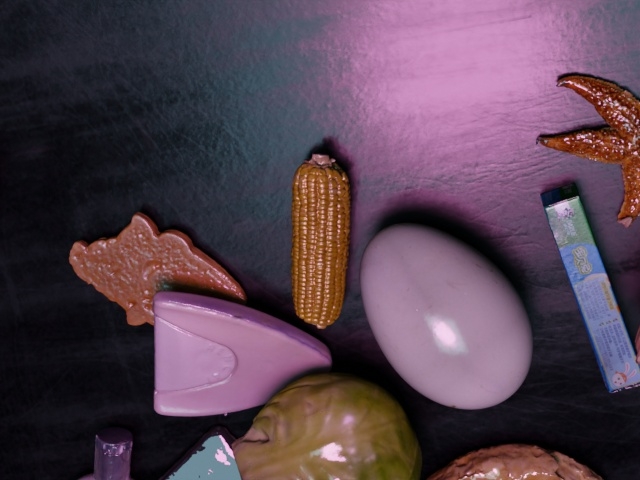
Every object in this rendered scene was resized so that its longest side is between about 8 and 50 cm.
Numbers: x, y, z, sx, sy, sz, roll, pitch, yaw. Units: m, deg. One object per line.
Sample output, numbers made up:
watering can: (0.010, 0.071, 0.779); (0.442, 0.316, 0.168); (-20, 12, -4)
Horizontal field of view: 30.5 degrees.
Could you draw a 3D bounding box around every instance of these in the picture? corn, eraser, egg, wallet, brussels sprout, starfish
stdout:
corn: (0.000, 0.000, 1.525); (0.080, 0.080, 0.238); (4, 112, 8)
eraser: (-0.106, 0.155, 1.596); (0.243, 0.059, 0.204); (3, 124, -5)
egg: (0.154, 0.093, 1.475); (0.183, 0.183, 0.264); (-39, 92, 19)
wallet: (-0.097, 0.406, 1.687); (0.285, 0.030, 0.146); (44, 91, -5)
brussels sprout: (0.012, 0.285, 1.553); (0.244, 0.244, 0.244); (3, 109, 8)
starfish: (0.389, -0.132, 1.437); (0.227, 0.043, 0.240); (17, 108, 2)

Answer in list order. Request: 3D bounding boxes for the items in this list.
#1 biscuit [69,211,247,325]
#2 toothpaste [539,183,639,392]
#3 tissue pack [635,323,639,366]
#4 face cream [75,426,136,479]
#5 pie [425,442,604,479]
biscuit: (-0.219, 0.048, 1.599); (0.250, 0.035, 0.162); (18, 115, 4)
toothpaste: (0.346, 0.063, 1.495); (0.050, 0.065, 0.266); (-19, 104, 15)
tissue pack: (0.484, 0.046, 1.395); (0.123, 0.215, 0.256); (34, 110, 8)
face cream: (-0.311, 0.411, 1.716); (0.144, 0.071, 0.291); (7, 110, 3)
pie: (0.268, 0.434, 1.625); (0.340, 0.083, 0.339); (4, 109, 11)
